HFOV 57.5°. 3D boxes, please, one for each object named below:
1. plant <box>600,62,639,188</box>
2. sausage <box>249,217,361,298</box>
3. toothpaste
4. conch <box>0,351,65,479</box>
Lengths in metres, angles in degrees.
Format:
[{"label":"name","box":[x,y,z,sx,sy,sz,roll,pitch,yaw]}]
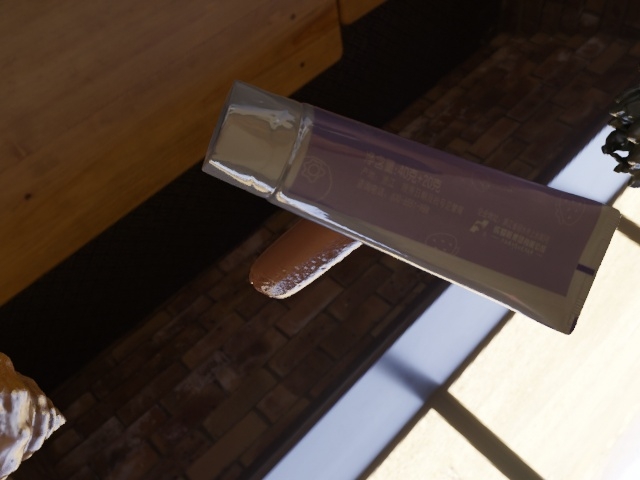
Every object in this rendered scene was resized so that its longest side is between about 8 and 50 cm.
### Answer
[{"label":"plant","box":[0.368,-0.123,0.540,0.129,0.194,0.132,-85,163,-53]},{"label":"sausage","box":[-0.001,0.000,0.853,0.086,0.086,0.289,-10,159,-50]},{"label":"toothpaste","box":[0.091,-0.025,0.486,0.371,0.080,0.125,19,93,-15]},{"label":"conch","box":[-0.197,0.084,0.195,0.093,0.109,0.330,-60,164,3]}]
